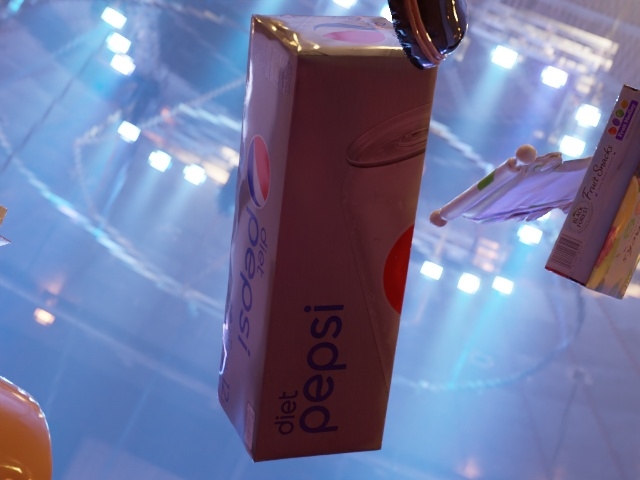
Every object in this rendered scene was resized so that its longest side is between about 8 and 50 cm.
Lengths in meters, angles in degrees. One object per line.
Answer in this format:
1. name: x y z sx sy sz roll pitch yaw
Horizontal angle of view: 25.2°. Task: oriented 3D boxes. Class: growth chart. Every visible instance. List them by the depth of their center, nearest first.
1. growth chart: 0.204 -0.048 1.181 0.237 0.021 0.172 -9 -15 -35

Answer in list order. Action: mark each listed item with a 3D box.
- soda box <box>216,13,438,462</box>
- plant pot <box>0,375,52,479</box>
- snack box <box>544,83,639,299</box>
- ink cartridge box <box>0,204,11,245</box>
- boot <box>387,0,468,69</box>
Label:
1. soda box: 0.000 0.000 0.939 0.098 0.286 0.091 -2 25 -21
2. plant pot: -0.344 0.187 1.104 0.203 0.290 0.291 20 -18 -36
3. snack box: 0.217 -0.032 1.028 0.037 0.141 0.100 25 5 26
4. ink cartridge box: -0.325 -0.026 1.321 0.048 0.028 0.083 -11 -38 46
5. boot: 0.091 -0.170 0.697 0.137 0.076 0.198 -11 -35 6
